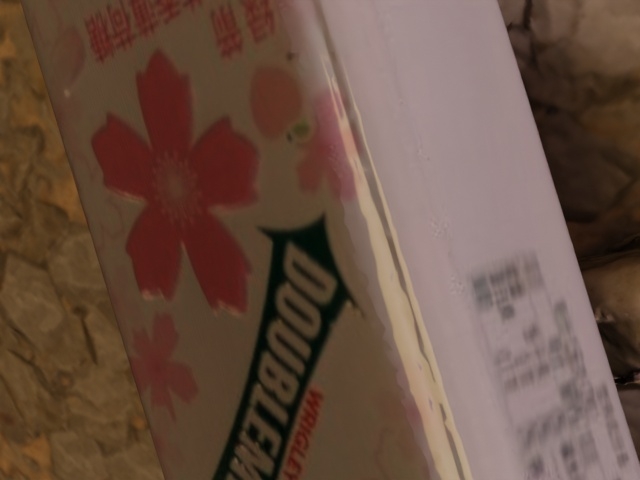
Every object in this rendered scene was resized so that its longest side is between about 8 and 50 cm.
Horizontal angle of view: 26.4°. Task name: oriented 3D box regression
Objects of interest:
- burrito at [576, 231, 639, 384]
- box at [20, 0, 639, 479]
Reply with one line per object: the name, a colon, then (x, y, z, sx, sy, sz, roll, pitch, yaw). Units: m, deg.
burrito: (0.159, 0.019, 0.512, 0.226, 0.087, 0.060, -13, 76, 38)
box: (0.000, 0.000, 0.529, 0.190, 0.112, 0.370, -17, 87, 45)
